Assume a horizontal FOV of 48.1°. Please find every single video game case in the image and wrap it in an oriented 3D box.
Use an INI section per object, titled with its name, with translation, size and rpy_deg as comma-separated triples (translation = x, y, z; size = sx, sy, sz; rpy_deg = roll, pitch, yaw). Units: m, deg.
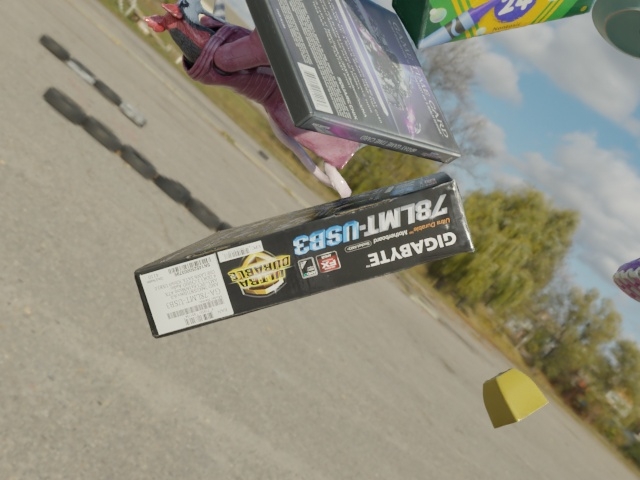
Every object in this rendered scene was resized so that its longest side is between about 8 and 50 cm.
[video game case]
translation = 0.034, -0.179, 0.712
size = 0.274, 0.026, 0.196
rpy_deg = 3, 61, -54

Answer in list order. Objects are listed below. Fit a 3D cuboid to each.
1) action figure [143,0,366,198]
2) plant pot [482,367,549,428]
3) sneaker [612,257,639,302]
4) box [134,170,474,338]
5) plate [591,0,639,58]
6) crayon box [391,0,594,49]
[action figure]
translation = -0.096, -0.253, 1.086
size = 0.370, 0.275, 0.248
rpy_deg = 14, 11, -30
[plant pot]
translation = 0.342, 0.280, 1.299
size = 0.083, 0.081, 0.081
rpy_deg = 61, -27, 13
[sneaker]
translation = 0.526, 0.027, 1.015
size = 0.095, 0.104, 0.236
rpy_deg = 34, -26, -14
[box]
translation = 0.000, 0.000, 0.744
size = 0.295, 0.294, 0.073
rpy_deg = -47, 123, -79
[plate]
translation = 0.541, -0.351, 1.198
size = 0.188, 0.024, 0.188
rpy_deg = 30, -11, 6
[crayon box]
translation = 0.185, -0.334, 0.632
size = 0.323, 0.203, 0.083
rpy_deg = 92, -20, -56
